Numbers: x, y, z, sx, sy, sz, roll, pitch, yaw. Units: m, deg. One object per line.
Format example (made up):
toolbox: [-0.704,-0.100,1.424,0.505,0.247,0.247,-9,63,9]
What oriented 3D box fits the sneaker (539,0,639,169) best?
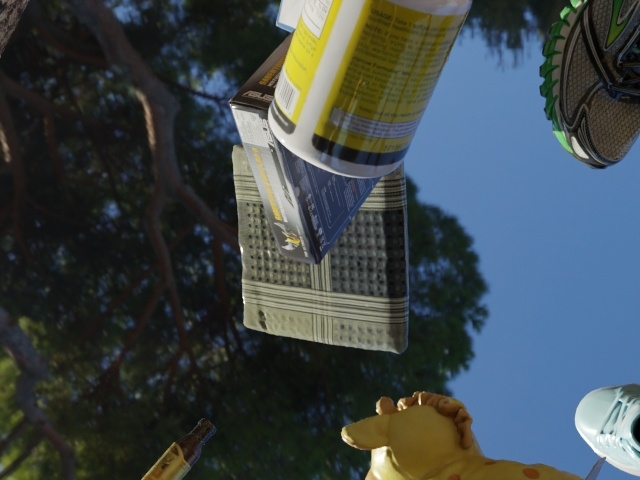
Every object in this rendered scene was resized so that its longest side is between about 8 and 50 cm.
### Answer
sneaker: [0.338,-0.235,1.047,0.134,0.343,0.146,4,-159,-27]

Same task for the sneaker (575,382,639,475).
sneaker: [0.447,0.248,1.343,0.135,0.150,0.366,-60,-156,-9]

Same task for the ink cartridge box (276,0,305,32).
ink cartridge box: [0.141,-0.496,1.917,0.396,0.270,0.151,1,-156,-34]

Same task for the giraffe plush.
giraffe plush: [0.100,0.205,0.808,0.170,0.181,0.210,38,-89,34]

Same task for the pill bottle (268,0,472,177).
pill bottle: [0.044,-0.163,0.770,0.119,0.208,0.119,15,-146,-11]

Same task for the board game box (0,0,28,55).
board game box: [-0.314,-0.156,0.640,0.141,0.291,0.232,37,-157,3]

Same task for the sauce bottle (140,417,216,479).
sauce bottle: [-0.191,0.295,1.353,0.042,0.042,0.128,27,-117,29]

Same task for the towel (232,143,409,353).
towel: [0.000,0.000,1.514,0.324,0.312,0.056,5,-167,39]

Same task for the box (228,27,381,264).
box: [-0.004,-0.116,1.128,0.056,0.231,0.183,15,-127,29]
